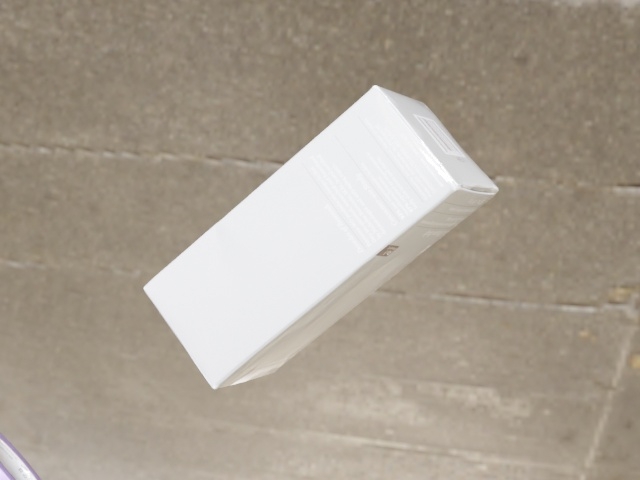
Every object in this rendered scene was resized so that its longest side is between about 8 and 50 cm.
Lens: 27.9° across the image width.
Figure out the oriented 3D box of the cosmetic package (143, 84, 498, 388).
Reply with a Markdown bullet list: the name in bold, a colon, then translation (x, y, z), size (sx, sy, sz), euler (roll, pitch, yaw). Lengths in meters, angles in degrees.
- **cosmetic package**: translation (0.000, 0.000, 0.956), size (0.238, 0.107, 0.127), euler (-43, 167, 17)

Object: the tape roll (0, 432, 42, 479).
- **tape roll**: translation (-0.408, 0.306, 1.594), size (0.189, 0.080, 0.189), euler (50, 173, 9)
